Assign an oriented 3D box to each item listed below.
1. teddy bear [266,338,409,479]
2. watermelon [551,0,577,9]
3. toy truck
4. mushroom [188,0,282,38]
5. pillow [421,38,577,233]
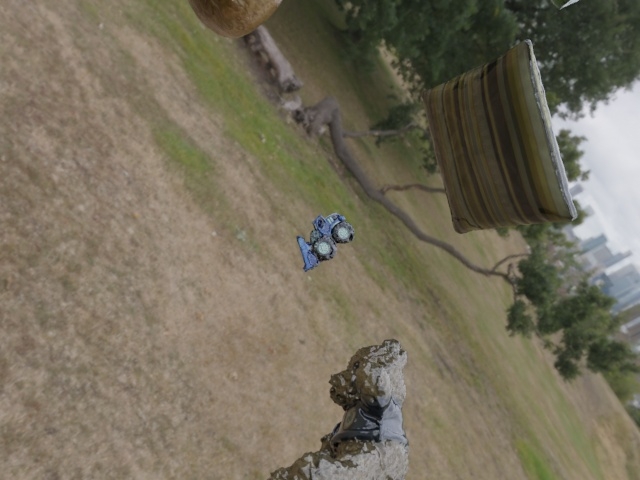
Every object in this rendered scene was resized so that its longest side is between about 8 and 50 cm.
[{"bbox_3d":[0.042,0.227,0.638,0.129,0.182,0.251,38,47,-1],"label":"teddy bear"},{"bbox_3d":[0.627,-0.709,1.262,0.151,0.302,0.264,-8,81,-76],"label":"watermelon"},{"bbox_3d":[0.000,0.000,1.777,0.126,0.208,0.113,47,-3,-7],"label":"toy truck"},{"bbox_3d":[-0.122,-0.450,0.858,0.146,0.278,0.278,7,50,-44],"label":"mushroom"},{"bbox_3d":[0.213,-0.116,0.708,0.212,0.052,0.208,-7,-83,67],"label":"pillow"}]
